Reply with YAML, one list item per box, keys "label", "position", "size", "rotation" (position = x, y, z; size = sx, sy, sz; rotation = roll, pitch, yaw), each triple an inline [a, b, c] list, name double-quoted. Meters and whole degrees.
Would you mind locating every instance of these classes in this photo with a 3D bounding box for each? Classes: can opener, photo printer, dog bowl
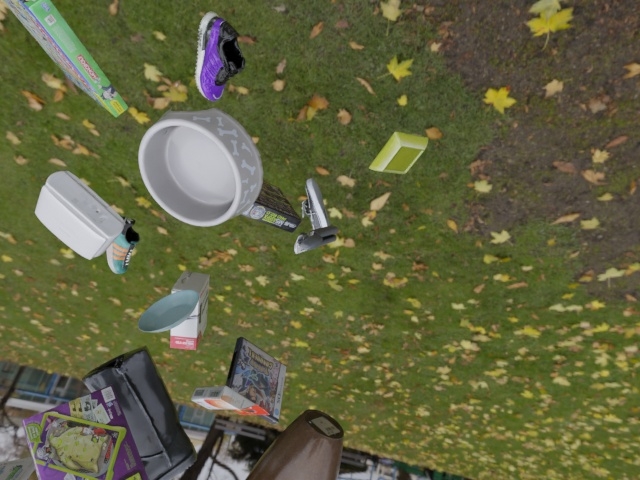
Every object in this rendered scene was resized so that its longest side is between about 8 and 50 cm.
- label: "can opener"
  position: [0.000, 0.000, 1.641]
  size: [0.095, 0.075, 0.284]
  rotation: [21, -159, 29]
- label: "photo printer"
  position: [-0.799, -0.066, 1.374]
  size: [0.256, 0.107, 0.308]
  rotation: [47, 141, -16]
- label: "dog bowl"
  position: [-0.338, -0.193, 1.149]
  size: [0.349, 0.102, 0.348]
  rotation: [9, 123, 14]

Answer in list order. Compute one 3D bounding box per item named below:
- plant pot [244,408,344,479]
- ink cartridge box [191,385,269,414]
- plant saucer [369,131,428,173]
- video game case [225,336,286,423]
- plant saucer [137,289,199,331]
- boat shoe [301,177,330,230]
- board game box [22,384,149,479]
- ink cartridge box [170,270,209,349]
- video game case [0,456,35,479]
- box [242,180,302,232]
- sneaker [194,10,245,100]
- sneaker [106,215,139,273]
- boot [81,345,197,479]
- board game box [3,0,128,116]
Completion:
- label: "plant pot"
  position: [-0.041, 0.531, 0.985]
  size: [0.216, 0.230, 0.215]
  rotation: [26, -176, -2]
- label: "ink cartridge box"
  position: [-0.257, 0.475, 1.189]
  size: [0.146, 0.045, 0.179]
  rotation: [-19, 125, 39]
- label: "plant saucer"
  position: [0.312, -0.325, 1.620]
  size: [0.188, 0.045, 0.188]
  rotation: [-1, 143, -36]
- label: "video game case"
  position: [-0.250, 0.555, 1.659]
  size: [0.035, 0.248, 0.275]
  rotation: [-28, 125, 28]
- label: "plant saucer"
  position: [-0.455, 0.224, 1.273]
  size: [0.195, 0.195, 0.037]
  rotation: [-1, 122, 33]
- label: "boat shoe"
  position: [-0.035, -0.148, 1.949]
  size: [0.105, 0.113, 0.306]
  rotation: [-10, 132, 12]
- label: "board game box"
  position: [-0.561, 0.558, 1.023]
  size: [0.208, 0.346, 0.056]
  rotation: [-12, 154, -45]
- label: "ink cartridge box"
  position: [-0.554, 0.293, 1.775]
  size: [0.114, 0.272, 0.197]
  rotation: [6, -161, -4]
- label: "video game case"
  position: [-0.830, 0.620, 1.065]
  size: [0.143, 0.019, 0.157]
  rotation: [-6, -170, -7]
- label: "box"
  position: [-0.213, -0.142, 1.393]
  size: [0.270, 0.060, 0.216]
  rotation: [20, -155, -45]
- label: "sneaker"
  position: [-0.318, -0.563, 1.355]
  size: [0.146, 0.102, 0.293]
  rotation: [32, 142, 10]
- label: "sneaker"
  position: [-0.840, 0.028, 1.788]
  size: [0.121, 0.108, 0.301]
  rotation: [4, 129, -11]
- label: "boot"
  position: [-0.648, 0.619, 1.352]
  size: [0.146, 0.367, 0.444]
  rotation: [-1, 112, 51]
- label: "board game box"
  position: [-0.601, -0.452, 0.964]
  size: [0.214, 0.046, 0.317]
  rotation: [38, 165, 18]
